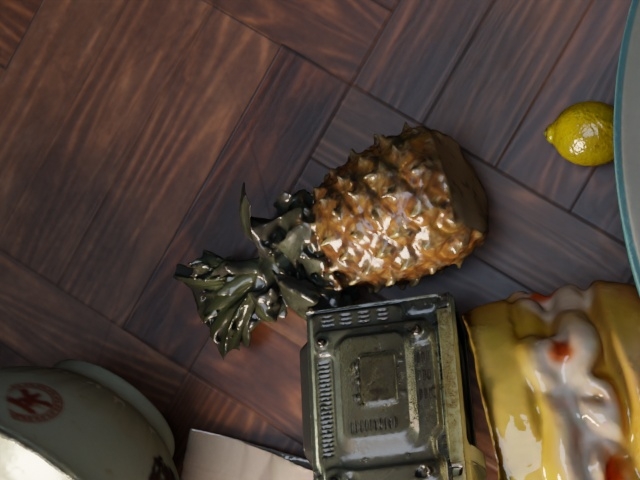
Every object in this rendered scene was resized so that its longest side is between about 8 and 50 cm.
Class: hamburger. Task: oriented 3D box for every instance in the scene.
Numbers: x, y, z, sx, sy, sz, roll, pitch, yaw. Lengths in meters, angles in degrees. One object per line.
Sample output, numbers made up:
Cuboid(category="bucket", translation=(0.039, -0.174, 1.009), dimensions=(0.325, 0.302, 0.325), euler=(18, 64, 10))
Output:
Cuboid(category="hamburger", translation=(0.257, 0.162, 1.561), dimensions=(0.236, 0.276, 0.276), euler=(-13, 86, 4))

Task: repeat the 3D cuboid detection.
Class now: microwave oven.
Cuboid(category="microwave oven", translation=(0.066, 0.166, 1.634), dimensions=(0.163, 0.129, 0.205), euler=(-8, 63, 7))

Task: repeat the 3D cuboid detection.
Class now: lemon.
Cuboid(category="lemon", translation=(0.251, -0.100, 1.661), dimensions=(0.083, 0.062, 0.062), euler=(1, 90, 13))

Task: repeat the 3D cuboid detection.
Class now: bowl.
Cuboid(category="bowl", translation=(-0.244, 0.220, 1.715), dimensions=(0.337, 0.337, 0.157), euler=(28, 56, 14))

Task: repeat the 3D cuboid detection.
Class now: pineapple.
Cuboid(category="pineapple", translation=(0.000, 0.000, 1.692), dimensions=(0.310, 0.141, 0.170), euler=(-26, 111, 20))

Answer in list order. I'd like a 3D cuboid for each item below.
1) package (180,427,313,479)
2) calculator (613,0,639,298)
Cuboid(category="package", translation=(-0.038, 0.313, 1.743), dimensions=(0.251, 0.062, 0.204), euler=(16, 94, 28))
Cuboid(category="calculator", translation=(0.385, -0.102, 1.560), dimensions=(0.256, 0.054, 0.386), euler=(5, 68, 3))
